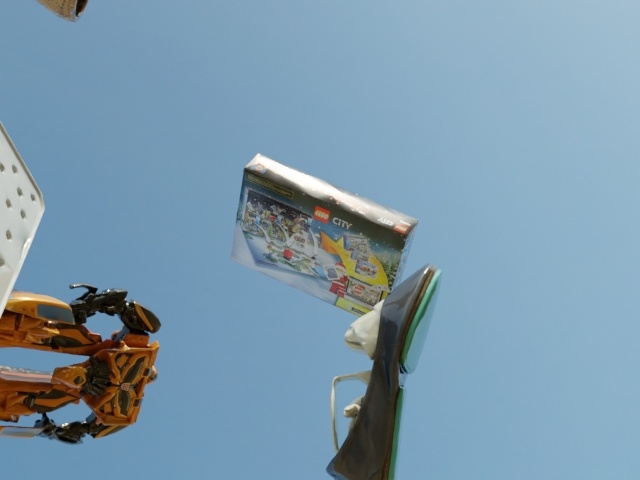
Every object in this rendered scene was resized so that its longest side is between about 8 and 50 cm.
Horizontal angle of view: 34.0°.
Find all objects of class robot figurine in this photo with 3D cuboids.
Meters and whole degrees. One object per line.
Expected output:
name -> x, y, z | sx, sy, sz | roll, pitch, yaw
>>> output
robot figurine -> -0.321, 0.152, 1.242 | 0.291, 0.085, 0.211 | 11, -78, -33

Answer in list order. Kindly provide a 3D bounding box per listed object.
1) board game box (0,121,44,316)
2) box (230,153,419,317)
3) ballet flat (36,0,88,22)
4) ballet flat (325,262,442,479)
board game box -> -0.402, -0.085, 0.952 | 0.050, 0.390, 0.390 | -17, -59, 10
box -> 0.000, 0.000, 1.377 | 0.044, 0.233, 0.159 | -52, -19, -49
ballet flat -> -0.148, -0.316, 0.971 | 0.316, 0.107, 0.106 | -35, -79, 18
ballet flat -> 0.047, 0.107, 0.856 | 0.074, 0.074, 0.203 | 27, -113, -31
